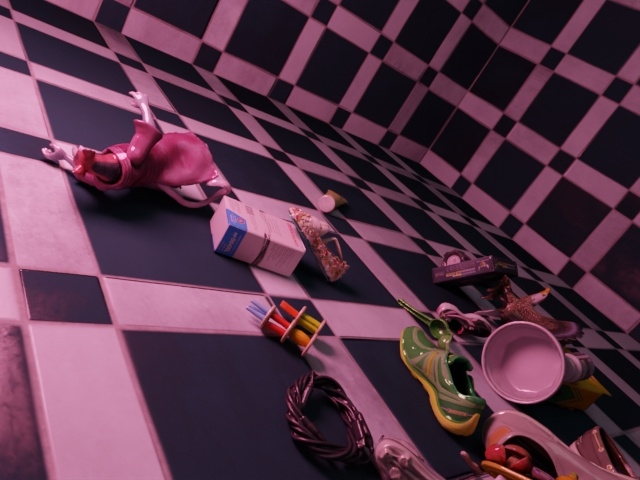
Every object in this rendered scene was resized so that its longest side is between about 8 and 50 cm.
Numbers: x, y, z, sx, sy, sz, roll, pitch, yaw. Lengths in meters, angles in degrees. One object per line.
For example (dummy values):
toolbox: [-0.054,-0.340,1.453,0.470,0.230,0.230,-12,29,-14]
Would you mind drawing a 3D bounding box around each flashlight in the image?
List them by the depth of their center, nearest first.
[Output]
flashlight: [0.600,0.112,2.084,0.304,0.103,0.103,16,57,-45]

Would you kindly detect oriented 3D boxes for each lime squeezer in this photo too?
lime squeezer: [0.308,0.251,1.392,0.110,0.059,0.310,23,23,-24]

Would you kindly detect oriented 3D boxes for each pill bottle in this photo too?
pill bottle: [0.682,0.345,1.425,0.137,0.078,0.078,9,30,-43]

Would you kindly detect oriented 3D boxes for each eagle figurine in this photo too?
eagle figurine: [0.690,0.250,1.732,0.226,0.225,0.298,-17,63,-42]

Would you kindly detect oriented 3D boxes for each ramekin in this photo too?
ramekin: [0.540,0.319,1.372,0.109,0.207,0.207,20,22,-52]

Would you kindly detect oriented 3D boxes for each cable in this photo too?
cable: [0.005,0.295,0.883,0.150,0.047,0.184,14,29,-30]

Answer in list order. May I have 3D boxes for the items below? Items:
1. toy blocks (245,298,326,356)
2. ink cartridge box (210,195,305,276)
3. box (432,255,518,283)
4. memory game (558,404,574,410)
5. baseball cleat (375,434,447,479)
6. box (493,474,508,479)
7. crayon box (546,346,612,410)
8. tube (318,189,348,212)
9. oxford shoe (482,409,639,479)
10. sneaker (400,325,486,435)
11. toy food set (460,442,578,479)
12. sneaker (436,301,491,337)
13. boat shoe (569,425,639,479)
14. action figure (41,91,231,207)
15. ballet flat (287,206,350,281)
toy blocks: [-0.071,0.157,1.061,0.148,0.054,0.123,34,21,4]
ink cartridge box: [-0.154,-0.009,1.271,0.203,0.086,0.148,23,22,-26]
box: [0.533,0.111,1.815,0.183,0.232,0.059,12,68,-44]
memory game: [0.693,0.439,1.584,0.186,0.012,0.186,28,22,-12]
baseball cleat: [0.178,0.395,0.857,0.206,0.072,0.109,45,7,8]
box: [0.334,0.490,0.835,0.170,0.091,0.130,33,21,2]
crayon box: [0.685,0.387,1.553,0.318,0.081,0.202,20,25,-27]
tube: [0.044,-0.151,1.928,0.240,0.062,0.070,-40,114,-74]
oxford shoe: [0.502,0.492,0.976,0.449,0.169,0.130,32,16,20]
sneaker: [0.277,0.288,1.165,0.109,0.123,0.295,19,23,-30]
toy food set: [0.358,0.397,0.910,0.218,0.071,0.128,11,-31,45]
sneaker: [0.425,0.257,1.556,0.178,0.072,0.077,21,34,-8]
boat shoe: [0.689,0.560,1.187,0.109,0.091,0.305,24,22,-21]
action figure: [-0.413,-0.155,1.164,0.276,0.248,0.370,60,20,-4]
ballet flat: [0.000,0.000,1.337,0.241,0.077,0.091,60,1,-28]
